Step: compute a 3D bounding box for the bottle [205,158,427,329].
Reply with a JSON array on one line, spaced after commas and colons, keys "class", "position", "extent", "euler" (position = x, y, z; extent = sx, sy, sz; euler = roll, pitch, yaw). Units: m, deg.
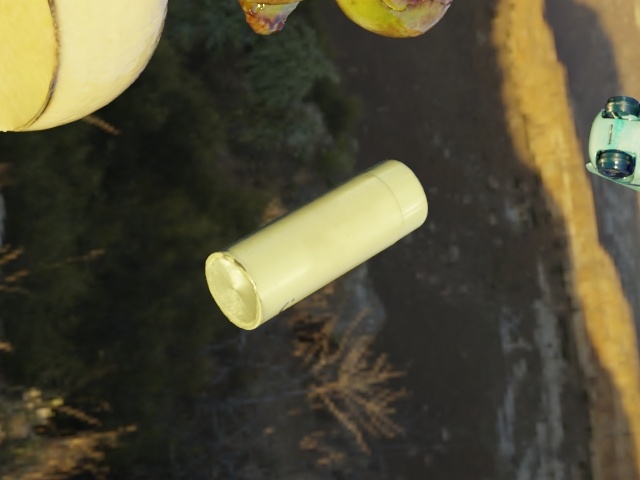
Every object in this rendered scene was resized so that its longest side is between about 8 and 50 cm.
[{"class": "bottle", "position": [0.000, 0.000, 1.123], "extent": [0.201, 0.072, 0.072], "euler": [-30, 118, -33]}]

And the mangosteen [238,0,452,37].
[{"class": "mangosteen", "position": [0.019, -0.433, 1.398], "extent": [0.381, 0.381, 0.421], "euler": [17, 85, -74]}]

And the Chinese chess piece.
[{"class": "Chinese chess piece", "position": [-0.208, -0.191, 0.829], "extent": [0.103, 0.249, 0.250], "euler": [-35, 121, -38]}]

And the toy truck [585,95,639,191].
[{"class": "toy truck", "position": [0.216, -0.057, 0.871], "extent": [0.090, 0.073, 0.056], "euler": [49, 50, -72]}]
